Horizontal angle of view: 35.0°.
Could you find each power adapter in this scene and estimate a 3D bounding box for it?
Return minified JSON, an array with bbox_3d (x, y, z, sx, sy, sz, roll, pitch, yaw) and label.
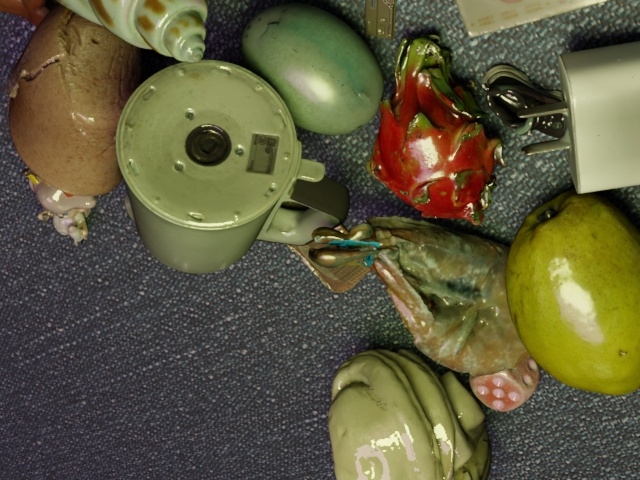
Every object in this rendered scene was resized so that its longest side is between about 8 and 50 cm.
[{"bbox_3d":[0.399,-0.168,1.385,0.255,0.124,0.187,-8,121,10],"label":"power adapter"}]

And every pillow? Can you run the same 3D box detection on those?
[{"bbox_3d":[-0.002,0.001,1.817,0.211,0.034,0.135,42,133,-7],"label":"pillow"}]

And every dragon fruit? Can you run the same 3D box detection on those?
[{"bbox_3d":[0.185,-0.161,1.515,0.200,0.198,0.269,17,109,13],"label":"dragon fruit"}]

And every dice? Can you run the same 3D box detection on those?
[{"bbox_3d":[0.325,0.240,1.799,0.091,0.093,0.094,43,131,-10],"label":"dice"}]

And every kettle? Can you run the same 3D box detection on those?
[{"bbox_3d":[-0.132,-0.085,1.591,0.361,0.250,0.377,6,165,-8],"label":"kettle"}]

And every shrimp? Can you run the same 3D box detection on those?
[{"bbox_3d":[0.179,0.077,1.622,0.445,0.221,0.110,22,173,-20],"label":"shrimp"}]

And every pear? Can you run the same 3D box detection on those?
[{"bbox_3d":[0.402,0.080,1.534,0.253,0.253,0.307,-20,112,36],"label":"pear"}]

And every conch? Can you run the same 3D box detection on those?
[{"bbox_3d":[-0.275,-0.391,1.491,0.249,0.368,0.197,-36,130,12],"label":"conch"}]

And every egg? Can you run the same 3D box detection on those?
[{"bbox_3d":[-0.013,-0.258,1.530,0.236,0.169,0.169,35,132,-6],"label":"egg"}]

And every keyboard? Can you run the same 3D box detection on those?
[{"bbox_3d":[0.089,-0.361,1.508,0.049,0.015,0.129,16,131,21],"label":"keyboard"}]

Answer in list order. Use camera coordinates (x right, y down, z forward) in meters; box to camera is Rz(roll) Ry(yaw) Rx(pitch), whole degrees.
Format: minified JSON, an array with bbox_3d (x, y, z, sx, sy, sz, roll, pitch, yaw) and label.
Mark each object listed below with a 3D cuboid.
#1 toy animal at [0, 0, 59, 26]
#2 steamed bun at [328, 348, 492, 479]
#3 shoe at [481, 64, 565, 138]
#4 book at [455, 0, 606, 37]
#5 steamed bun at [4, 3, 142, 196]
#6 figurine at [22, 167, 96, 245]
[{"bbox_3d":[-0.523,-0.423,1.719,0.312,0.097,0.157,17,143,10],"label":"toy animal"},{"bbox_3d":[0.176,0.351,1.807,0.247,0.339,0.352,-17,122,20],"label":"steamed bun"},{"bbox_3d":[0.305,-0.184,1.480,0.169,0.099,0.071,30,130,1],"label":"shoe"},{"bbox_3d":[0.247,-0.432,1.373,0.208,0.020,0.295,-10,120,31],"label":"book"},{"bbox_3d":[-0.402,-0.246,1.634,0.199,0.301,0.251,3,143,-20],"label":"steamed bun"},{"bbox_3d":[-0.488,-0.081,1.946,0.137,0.112,0.229,26,146,16],"label":"figurine"}]
